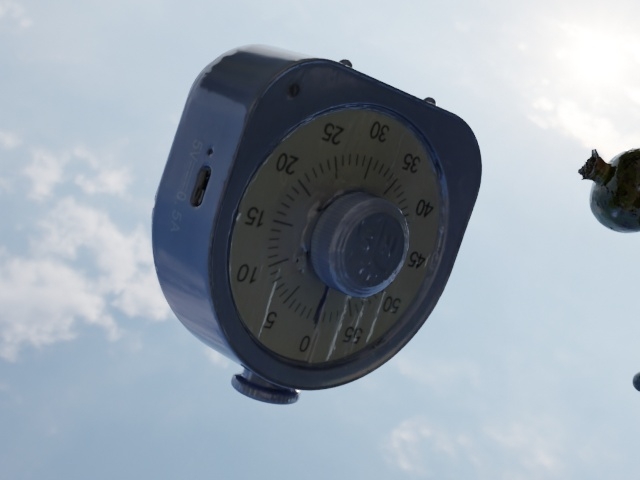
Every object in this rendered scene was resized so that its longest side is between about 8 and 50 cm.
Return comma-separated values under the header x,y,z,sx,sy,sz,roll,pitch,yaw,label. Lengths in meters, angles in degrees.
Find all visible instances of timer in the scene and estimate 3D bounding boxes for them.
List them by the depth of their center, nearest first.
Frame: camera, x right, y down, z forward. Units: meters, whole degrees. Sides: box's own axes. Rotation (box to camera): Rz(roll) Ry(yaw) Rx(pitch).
x,y,z,sx,sy,sz,roll,pitch,yaw,label
0.000,0.000,1.071,0.395,0.395,0.173,-15,-155,-38,timer

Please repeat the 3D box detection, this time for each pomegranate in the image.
x,y,z,sx,sy,sz,roll,pitch,yaw,label
0.438,-0.071,1.386,0.130,0.130,0.130,15,-136,-15,pomegranate

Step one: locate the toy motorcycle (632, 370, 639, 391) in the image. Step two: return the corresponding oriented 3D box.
x,y,z,sx,sy,sz,roll,pitch,yaw,label
0.420,0.139,1.123,0.124,0.193,0.061,-24,-110,0,toy motorcycle
